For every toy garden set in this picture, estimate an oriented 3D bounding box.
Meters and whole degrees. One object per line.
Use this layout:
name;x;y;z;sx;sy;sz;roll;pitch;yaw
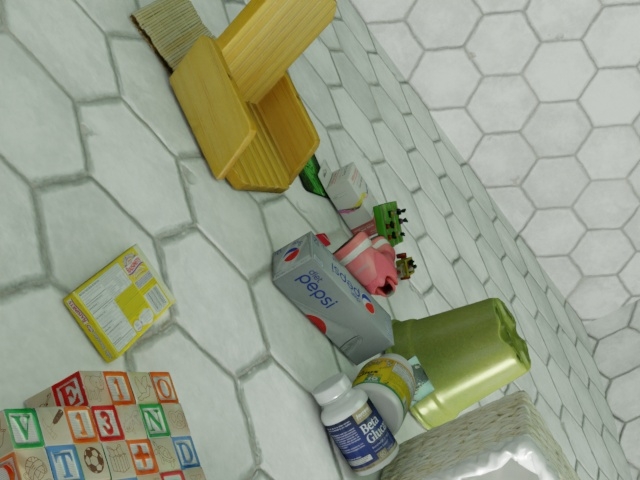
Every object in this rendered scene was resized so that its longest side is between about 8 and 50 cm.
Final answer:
toy garden set;0.191;0.006;2.332;0.244;0.049;0.203;-22;102;-76

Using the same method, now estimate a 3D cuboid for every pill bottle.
pill bottle;0.118;0.293;1.813;0.117;0.118;0.208;59;21;-4
pill bottle;0.059;0.322;1.672;0.169;0.094;0.094;58;21;-7

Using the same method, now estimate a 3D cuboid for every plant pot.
plant pot;0.318;0.256;2.114;0.276;0.254;0.276;50;24;-32

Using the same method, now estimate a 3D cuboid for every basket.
basket;0.311;0.492;1.703;0.328;0.331;0.266;58;19;-9

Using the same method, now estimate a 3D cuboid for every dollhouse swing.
dollhouse swing;-0.069;-0.307;1.900;0.315;0.305;0.347;64;19;10

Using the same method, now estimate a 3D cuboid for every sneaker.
sneaker;0.112;0.070;2.039;0.136;0.116;0.314;53;12;12

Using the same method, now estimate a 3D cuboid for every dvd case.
dvd case;0.176;0.306;1.981;0.119;0.013;0.087;-28;89;-31

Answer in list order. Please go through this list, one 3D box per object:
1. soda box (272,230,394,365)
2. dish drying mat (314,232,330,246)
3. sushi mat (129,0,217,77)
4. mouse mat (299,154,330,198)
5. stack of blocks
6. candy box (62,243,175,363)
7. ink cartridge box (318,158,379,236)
soda box;0.027;0.117;1.859;0.286;0.098;0.091;48;22;-31
dish drying mat;0.000;0.000;2.077;0.032;0.008;0.083;63;21;5
sushi mat;-0.294;-0.433;1.954;0.151;0.019;0.316;54;22;-14
mouse mat;-0.034;-0.188;2.247;0.153;0.007;0.189;14;51;-63
stack of blocks;-0.262;0.239;1.053;0.297;0.087;0.171;15;49;-62
candy box;-0.274;0.083;1.315;0.105;0.027;0.206;55;21;-7
ink cartridge box;0.076;-0.111;2.299;0.198;0.067;0.115;57;21;-19
